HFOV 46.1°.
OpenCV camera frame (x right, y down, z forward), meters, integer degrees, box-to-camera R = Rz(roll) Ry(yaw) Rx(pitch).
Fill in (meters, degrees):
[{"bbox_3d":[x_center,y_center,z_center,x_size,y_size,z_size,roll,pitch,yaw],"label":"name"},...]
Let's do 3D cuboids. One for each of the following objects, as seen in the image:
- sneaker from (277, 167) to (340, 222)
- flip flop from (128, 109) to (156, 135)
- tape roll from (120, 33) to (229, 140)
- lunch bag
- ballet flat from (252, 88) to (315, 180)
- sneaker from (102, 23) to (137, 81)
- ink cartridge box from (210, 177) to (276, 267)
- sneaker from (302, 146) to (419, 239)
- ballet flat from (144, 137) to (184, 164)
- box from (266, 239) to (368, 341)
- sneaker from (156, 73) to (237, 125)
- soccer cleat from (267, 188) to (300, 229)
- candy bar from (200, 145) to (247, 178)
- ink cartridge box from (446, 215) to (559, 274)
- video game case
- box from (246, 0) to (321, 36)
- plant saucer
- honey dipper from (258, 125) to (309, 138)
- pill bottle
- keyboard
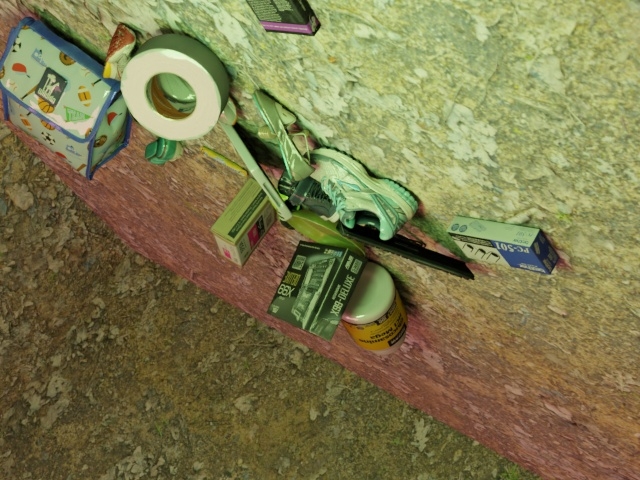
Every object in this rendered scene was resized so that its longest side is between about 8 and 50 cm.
[{"bbox_3d":[-0.015,-0.118,1.777,0.163,0.086,0.226,36,167,-12],"label":"sneaker"},{"bbox_3d":[-0.470,-0.353,2.002,0.112,0.080,0.277,32,163,7],"label":"flip flop"},{"bbox_3d":[-0.307,-0.322,1.598,0.219,0.072,0.219,6,130,8],"label":"tape roll"},{"bbox_3d":[-0.701,-0.396,2.081,0.327,0.239,0.385,35,147,-2],"label":"lunch bag"},{"bbox_3d":[-0.071,-0.231,1.601,0.072,0.068,0.213,-89,-25,-76],"label":"ballet flat"},{"bbox_3d":[-0.453,-0.435,1.772,0.092,0.088,0.225,17,168,-16],"label":"sneaker"},{"bbox_3d":[-0.218,-0.046,2.184,0.088,0.193,0.235,32,164,9],"label":"ink cartridge box"},{"bbox_3d":[0.063,-0.101,1.622,0.283,0.122,0.110,29,163,18],"label":"sneaker"},{"bbox_3d":[-0.454,-0.271,2.235,0.087,0.083,0.247,9,175,-25],"label":"ballet flat"},{"bbox_3d":[-0.017,0.132,2.096,0.076,0.243,0.307,29,172,-25],"label":"box"},{"bbox_3d":[-0.314,-0.325,1.713,0.262,0.121,0.099,35,164,-1],"label":"sneaker"},{"bbox_3d":[-0.084,-0.081,2.081,0.072,0.060,0.179,10,154,26],"label":"soccer cleat"},{"bbox_3d":[-0.269,-0.219,2.106,0.161,0.018,0.040,30,163,13],"label":"candy bar"},{"bbox_3d":[0.359,0.007,1.496,0.207,0.046,0.097,13,154,51],"label":"ink cartridge box"},{"bbox_3d":[-0.160,-0.178,1.831,0.227,0.026,0.206,57,-179,39],"label":"video game case"},{"bbox_3d":[-0.081,-0.402,1.219,0.116,0.029,0.162,19,159,39],"label":"box"},{"bbox_3d":[0.020,-0.023,2.023,0.240,0.037,0.241,26,169,6],"label":"plant saucer"},{"bbox_3d":[-0.080,-0.238,1.675,0.160,0.030,0.030,12,153,48],"label":"honey dipper"},{"bbox_3d":[0.154,0.213,2.214,0.187,0.188,0.334,25,162,28],"label":"pill bottle"},{"bbox_3d":[0.185,0.016,1.708,0.317,0.033,0.201,20,-167,-6],"label":"keyboard"}]
